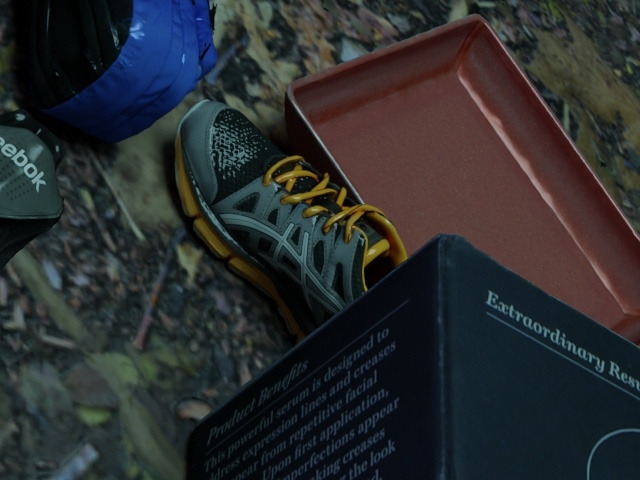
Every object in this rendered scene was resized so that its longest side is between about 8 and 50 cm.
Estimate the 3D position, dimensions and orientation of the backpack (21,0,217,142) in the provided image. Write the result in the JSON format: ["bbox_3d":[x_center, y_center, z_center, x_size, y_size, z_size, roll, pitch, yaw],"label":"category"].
[{"bbox_3d":[-0.108,-0.117,1.107,0.101,0.098,0.120,26,42,-36],"label":"backpack"}]

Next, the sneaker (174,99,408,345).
[{"bbox_3d":[0.000,0.000,1.135,0.215,0.083,0.084,51,38,2],"label":"sneaker"}]

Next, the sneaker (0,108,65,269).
[{"bbox_3d":[-0.169,-0.007,0.881,0.078,0.106,0.234,46,16,-10],"label":"sneaker"}]

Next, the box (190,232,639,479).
[{"bbox_3d":[0.101,0.250,0.918,0.293,0.212,0.395,29,42,-27],"label":"box"}]

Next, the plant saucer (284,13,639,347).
[{"bbox_3d":[0.104,-0.011,1.285,0.259,0.048,0.258,56,36,5],"label":"plant saucer"}]
